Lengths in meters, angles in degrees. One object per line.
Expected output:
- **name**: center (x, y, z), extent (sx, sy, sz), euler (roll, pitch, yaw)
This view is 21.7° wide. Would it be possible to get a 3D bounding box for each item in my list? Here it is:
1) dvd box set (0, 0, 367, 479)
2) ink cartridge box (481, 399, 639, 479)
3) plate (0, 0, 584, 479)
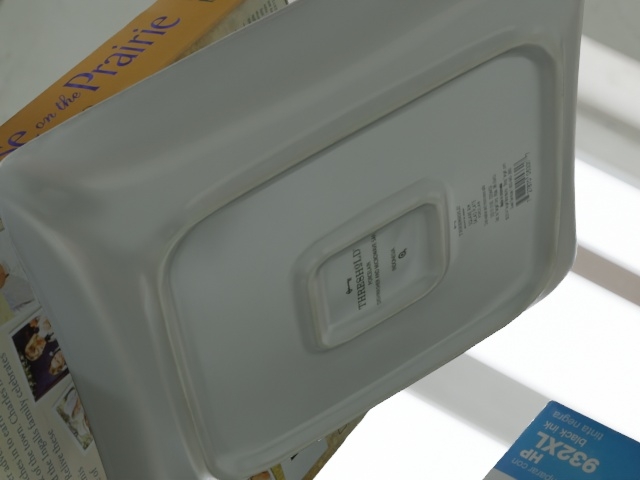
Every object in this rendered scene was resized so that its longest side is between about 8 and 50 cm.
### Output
- **dvd box set**: center (-0.122, 0.088, 0.869), extent (0.420, 0.062, 0.307), euler (-47, -46, -38)
- **ink cartridge box**: center (0.127, 0.297, 1.103), extent (0.307, 0.129, 0.223), euler (-45, -41, -24)
- **plate**: center (0.015, 0.002, 0.742), extent (0.278, 0.045, 0.277), euler (-30, -36, -16)
